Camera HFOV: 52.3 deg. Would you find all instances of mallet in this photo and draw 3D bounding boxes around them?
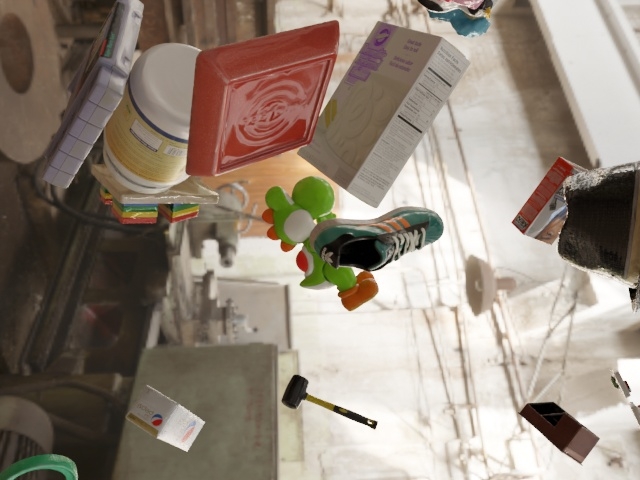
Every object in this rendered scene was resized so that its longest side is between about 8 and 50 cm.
[{"bbox_3d":[0.022,0.312,1.259,0.039,0.190,0.062,99,7,-57],"label":"mallet"}]

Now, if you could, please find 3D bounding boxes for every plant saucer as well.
[{"bbox_3d":[-0.087,-0.215,1.059,0.047,0.258,0.259,51,-33,24],"label":"plant saucer"}]

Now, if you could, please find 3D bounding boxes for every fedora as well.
[{"bbox_3d":[0.493,-0.030,1.124,0.334,0.153,0.334,6,90,-66],"label":"fedora"}]

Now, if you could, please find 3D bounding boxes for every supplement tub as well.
[{"bbox_3d":[-0.345,-0.256,1.443,0.316,0.228,0.228,-37,-130,50],"label":"supplement tub"}]

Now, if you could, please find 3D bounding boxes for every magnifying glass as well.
[{"bbox_3d":[-0.431,0.342,0.841,0.026,0.231,0.092,-121,-165,-47],"label":"magnifying glass"}]

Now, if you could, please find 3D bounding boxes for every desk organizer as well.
[{"bbox_3d":[0.374,0.292,1.028,0.050,0.047,0.130,-55,-163,2],"label":"desk organizer"}]

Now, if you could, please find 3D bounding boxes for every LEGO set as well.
[{"bbox_3d":[0.630,0.331,1.275,0.244,0.060,0.182,22,45,-67],"label":"LEGO set"}]

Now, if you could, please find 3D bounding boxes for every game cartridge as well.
[{"bbox_3d":[-0.405,-0.284,1.171,0.230,0.068,0.355,-51,-149,31],"label":"game cartridge"}]

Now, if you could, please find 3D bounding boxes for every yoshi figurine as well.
[{"bbox_3d":[0.022,-0.016,1.628,0.203,0.362,0.203,-32,-170,45],"label":"yoshi figurine"}]

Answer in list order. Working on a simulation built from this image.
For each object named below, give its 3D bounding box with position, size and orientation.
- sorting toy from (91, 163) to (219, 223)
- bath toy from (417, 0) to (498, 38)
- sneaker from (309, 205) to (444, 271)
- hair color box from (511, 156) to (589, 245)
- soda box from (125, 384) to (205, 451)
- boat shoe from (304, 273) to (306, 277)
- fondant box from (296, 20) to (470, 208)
[{"bbox_3d":[-0.437,-0.118,1.699,0.257,0.255,0.089,34,-61,50],"label":"sorting toy"},{"bbox_3d":[0.219,-0.416,1.045,0.348,0.151,0.129,-17,96,-72],"label":"bath toy"},{"bbox_3d":[0.135,0.009,1.355,0.121,0.302,0.108,-123,-150,-51],"label":"sneaker"},{"bbox_3d":[0.484,-0.079,1.343,0.167,0.093,0.053,-59,-147,24],"label":"hair color box"},{"bbox_3d":[-0.288,0.339,1.230,0.069,0.074,0.216,-58,165,-20],"label":"soda box"},{"bbox_3d":[0.002,0.083,2.011,0.142,0.049,0.040,-22,-136,43],"label":"boat shoe"},{"bbox_3d":[0.115,-0.259,1.308,0.330,0.096,0.238,-57,-145,7],"label":"fondant box"}]
